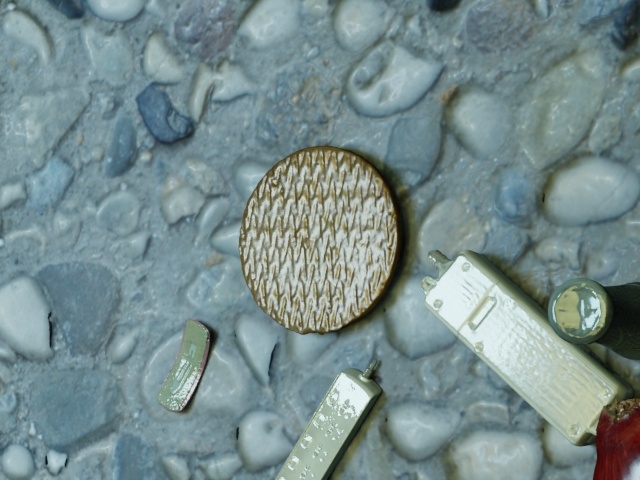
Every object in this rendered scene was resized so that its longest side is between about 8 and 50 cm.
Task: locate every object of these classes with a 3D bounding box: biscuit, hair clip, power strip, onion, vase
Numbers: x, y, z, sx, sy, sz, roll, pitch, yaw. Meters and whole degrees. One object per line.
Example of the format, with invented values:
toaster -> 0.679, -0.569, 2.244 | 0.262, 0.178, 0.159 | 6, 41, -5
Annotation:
biscuit -> 0.000, 0.000, 2.061 | 0.262, 0.037, 0.262 | -4, 83, 29
hair clip -> -0.195, 0.181, 2.162 | 0.054, 0.022, 0.137 | 24, 97, 31
power strip -> 0.251, 0.126, 1.889 | 0.338, 0.058, 0.098 | 44, 106, 26
onion -> 0.401, 0.248, 1.687 | 0.248, 0.161, 0.248 | -46, 27, 32
vase -> 0.337, 0.088, 1.749 | 0.096, 0.219, 0.096 | -4, 83, 29
power strip -> 0.010, 0.266, 2.030 | 0.060, 0.027, 0.253 | 36, 103, 28
